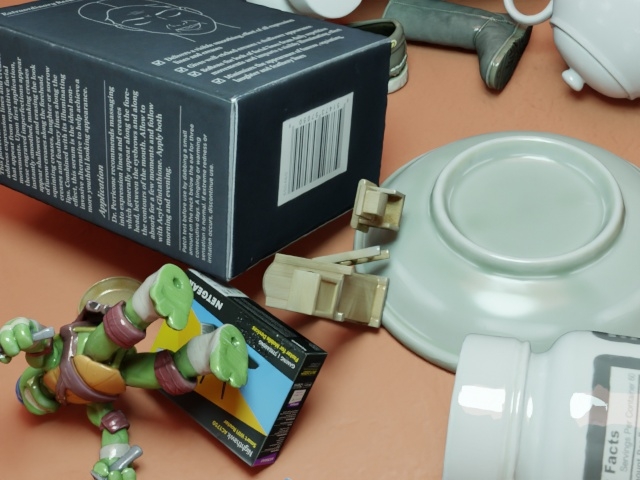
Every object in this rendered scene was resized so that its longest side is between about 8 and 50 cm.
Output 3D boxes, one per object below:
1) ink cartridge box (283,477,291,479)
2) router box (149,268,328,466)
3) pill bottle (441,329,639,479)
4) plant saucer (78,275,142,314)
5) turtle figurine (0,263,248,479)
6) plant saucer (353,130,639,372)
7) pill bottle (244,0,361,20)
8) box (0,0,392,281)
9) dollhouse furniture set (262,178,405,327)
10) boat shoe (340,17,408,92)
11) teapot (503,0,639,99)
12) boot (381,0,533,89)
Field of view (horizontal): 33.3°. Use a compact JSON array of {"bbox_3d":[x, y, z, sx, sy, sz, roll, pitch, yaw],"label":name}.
[{"bbox_3d":[-0.026,0.354,0.853,0.168,0.171,0.232,25,53,27],"label":"ink cartridge box"},{"bbox_3d":[-0.093,0.129,1.112,0.179,0.133,0.046,32,13,32],"label":"router box"},{"bbox_3d":[0.299,0.190,0.957,0.361,0.204,0.204,7,47,12],"label":"pill bottle"},{"bbox_3d":[-0.240,0.077,1.251,0.083,0.015,0.083,-2,46,2],"label":"plant saucer"},{"bbox_3d":[-0.221,0.153,1.032,0.266,0.197,0.275,-27,-4,25],"label":"turtle figurine"},{"bbox_3d":[0.235,-0.018,1.239,0.401,0.100,0.400,-3,45,3],"label":"plant saucer"},{"bbox_3d":[-0.076,-0.377,1.507,0.169,0.169,0.302,-38,32,-27],"label":"pill bottle"},{"bbox_3d":[-0.164,-0.153,1.258,0.396,0.212,0.293,22,32,29],"label":"box"},{"bbox_3d":[0.000,0.000,1.140,0.101,0.182,0.160,10,86,26],"label":"dollhouse furniture set"},{"bbox_3d":[-0.028,-0.242,1.486,0.305,0.091,0.109,-12,46,-6],"label":"boat shoe"},{"bbox_3d":[0.391,-0.279,1.416,0.187,0.252,0.256,-45,23,12],"label":"teapot"},{"bbox_3d":[0.183,-0.293,1.527,0.209,0.076,0.189,19,36,14],"label":"boot"}]
